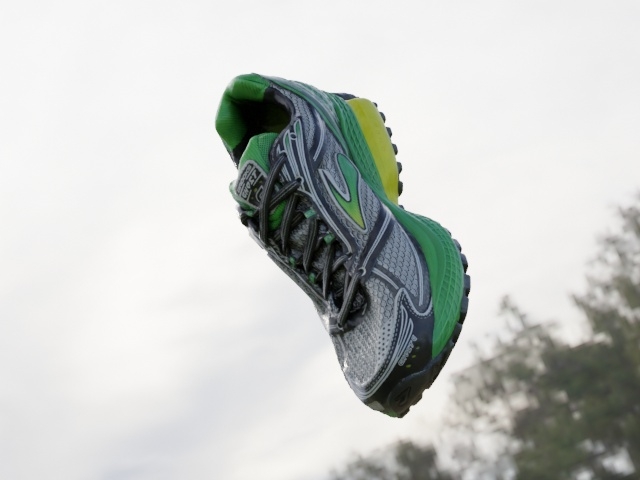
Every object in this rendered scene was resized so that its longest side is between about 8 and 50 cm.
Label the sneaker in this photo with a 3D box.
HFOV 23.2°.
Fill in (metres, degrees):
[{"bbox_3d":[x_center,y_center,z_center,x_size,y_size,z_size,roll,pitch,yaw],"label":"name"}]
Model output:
[{"bbox_3d":[0.000,0.000,1.200,0.146,0.343,0.134,14,-57,-34],"label":"sneaker"}]
